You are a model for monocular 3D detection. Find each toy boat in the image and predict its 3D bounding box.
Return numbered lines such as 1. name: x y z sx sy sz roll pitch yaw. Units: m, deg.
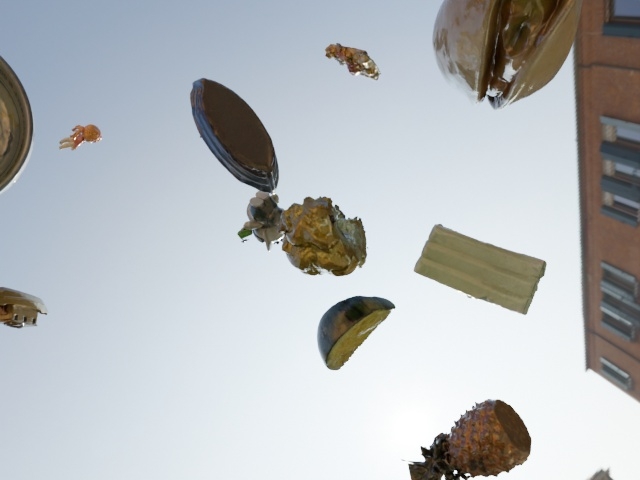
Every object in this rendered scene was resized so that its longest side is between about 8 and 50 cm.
1. toy boat: -0.699 0.157 1.073 0.057 0.077 0.200 -3 -18 1
2. toy boat: -0.192 -0.232 1.050 0.129 0.142 0.309 -36 -89 -16

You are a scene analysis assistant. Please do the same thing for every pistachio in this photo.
1. pistachio: 0.180 -0.211 0.462 0.144 0.144 0.215 -47 -9 -1

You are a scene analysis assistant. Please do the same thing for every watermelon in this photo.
1. watermelon: 0.041 0.159 0.866 0.092 0.075 0.182 7 -54 -44

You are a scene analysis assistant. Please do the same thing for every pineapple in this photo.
1. pineapple: 0.339 0.528 1.163 0.169 0.169 0.340 23 -56 -37

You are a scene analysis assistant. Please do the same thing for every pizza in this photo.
1. pizza: 0.044 -0.234 0.621 0.083 0.078 0.025 27 -82 -9

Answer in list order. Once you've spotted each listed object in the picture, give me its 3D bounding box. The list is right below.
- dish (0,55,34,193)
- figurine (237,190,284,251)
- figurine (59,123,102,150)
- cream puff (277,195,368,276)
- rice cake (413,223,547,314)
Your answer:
1. dish: -0.568 -0.167 0.698 0.273 0.134 0.274 0 -90 -21
2. figurine: -0.149 -0.055 1.317 0.147 0.126 0.192 -62 -28 -31
3. figurine: -0.555 -0.234 1.079 0.109 0.064 0.047 -15 -28 13
4. cream puff: -0.001 0.000 0.783 0.156 0.156 0.121 18 -108 -36
5. rice cake: 0.313 0.057 0.948 0.043 0.237 0.127 4 -72 -63
